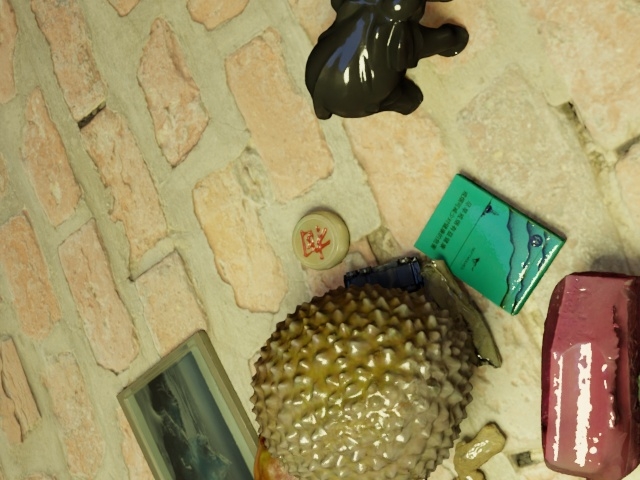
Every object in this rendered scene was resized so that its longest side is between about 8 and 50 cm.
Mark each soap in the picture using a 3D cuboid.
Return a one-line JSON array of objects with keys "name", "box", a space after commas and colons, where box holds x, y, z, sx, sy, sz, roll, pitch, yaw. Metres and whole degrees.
[{"name": "soap", "box": [0.436, 0.211, 1.192, 0.127, 0.220, 0.325, 0, 92, 40]}]

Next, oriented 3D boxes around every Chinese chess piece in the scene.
[{"name": "Chinese chess piece", "box": [0.000, 0.000, 1.545, 0.122, 0.051, 0.122, 0, 91, 31]}]

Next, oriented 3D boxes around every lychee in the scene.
[{"name": "lychee", "box": [0.075, 0.249, 1.302, 0.380, 0.380, 0.432, 70, 157, 11]}]

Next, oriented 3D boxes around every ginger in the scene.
[{"name": "ginger", "box": [0.282, 0.459, 1.382, 0.149, 0.065, 0.258, 30, 101, 14]}]

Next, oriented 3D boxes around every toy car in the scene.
[{"name": "toy car", "box": [0.125, 0.078, 1.463, 0.165, 0.062, 0.071, -17, 83, 31]}]

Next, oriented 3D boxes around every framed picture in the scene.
[{"name": "framed picture", "box": [-0.277, 0.476, 1.740, 0.326, 0.028, 0.446, -39, 72, 27]}]

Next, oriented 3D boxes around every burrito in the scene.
[{"name": "burrito", "box": [0.252, 0.136, 1.376, 0.063, 0.058, 0.229, -32, 89, 8]}]

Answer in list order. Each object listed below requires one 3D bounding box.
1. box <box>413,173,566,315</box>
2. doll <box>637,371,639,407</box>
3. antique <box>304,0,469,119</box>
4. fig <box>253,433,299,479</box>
[{"name": "box", "box": [0.297, 0.006, 1.367, 0.226, 0.042, 0.161, 37, 110, 26]}, {"name": "doll", "box": [0.608, 0.274, 1.045, 0.349, 0.247, 0.247, 34, 109, 13]}, {"name": "antique", "box": [0.105, -0.336, 1.357, 0.185, 0.255, 0.322, 48, 112, 24]}, {"name": "fig", "box": [-0.022, 0.471, 1.483, 0.224, 0.224, 0.263, -19, 78, 30]}]
